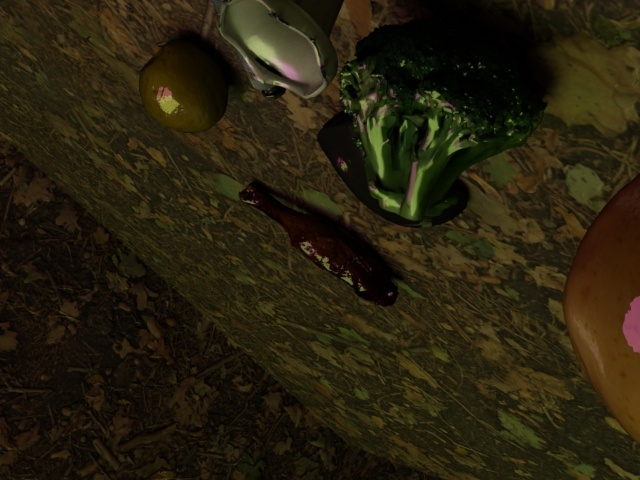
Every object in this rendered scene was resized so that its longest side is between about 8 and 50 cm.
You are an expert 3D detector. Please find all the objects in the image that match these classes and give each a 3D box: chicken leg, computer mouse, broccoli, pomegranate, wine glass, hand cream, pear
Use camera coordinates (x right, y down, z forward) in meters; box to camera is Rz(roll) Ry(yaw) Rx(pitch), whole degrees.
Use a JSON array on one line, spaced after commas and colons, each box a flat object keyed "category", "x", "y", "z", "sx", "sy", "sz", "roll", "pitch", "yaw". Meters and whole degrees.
[{"category": "chicken leg", "x": 0.000, "y": 0.000, "z": 1.928, "sx": 0.407, "sy": 0.096, "sz": 0.158, "roll": 36, "pitch": 179, "yaw": 2}, {"category": "computer mouse", "x": 0.109, "y": -0.102, "z": 1.509, "sx": 0.269, "sy": 0.100, "sz": 0.170, "roll": 41, "pitch": 157, "yaw": -16}, {"category": "broccoli", "x": 0.141, "y": -0.152, "z": 1.158, "sx": 0.265, "sy": 0.245, "sz": 0.294, "roll": 15, "pitch": -170, "yaw": -11}, {"category": "pomegranate", "x": 0.460, "y": 0.085, "z": 0.961, "sx": 0.411, "sy": 0.411, "sz": 0.411, "roll": 30, "pitch": 159, "yaw": 13}, {"category": "wine glass", "x": -0.010, "y": -0.293, "z": 1.124, "sx": 0.165, "sy": 0.196, "sz": 0.165, "roll": 31, "pitch": 157, "yaw": 14}, {"category": "hand cream", "x": -0.120, "y": -0.330, "z": 1.422, "sx": 0.091, "sy": 0.058, "sz": 0.271, "roll": 32, "pitch": 159, "yaw": 43}, {"category": "pear", "x": -0.239, "y": -0.265, "z": 1.606, "sx": 0.149, "sy": 0.149, "sz": 0.162, "roll": 5, "pitch": 138, "yaw": 53}]
